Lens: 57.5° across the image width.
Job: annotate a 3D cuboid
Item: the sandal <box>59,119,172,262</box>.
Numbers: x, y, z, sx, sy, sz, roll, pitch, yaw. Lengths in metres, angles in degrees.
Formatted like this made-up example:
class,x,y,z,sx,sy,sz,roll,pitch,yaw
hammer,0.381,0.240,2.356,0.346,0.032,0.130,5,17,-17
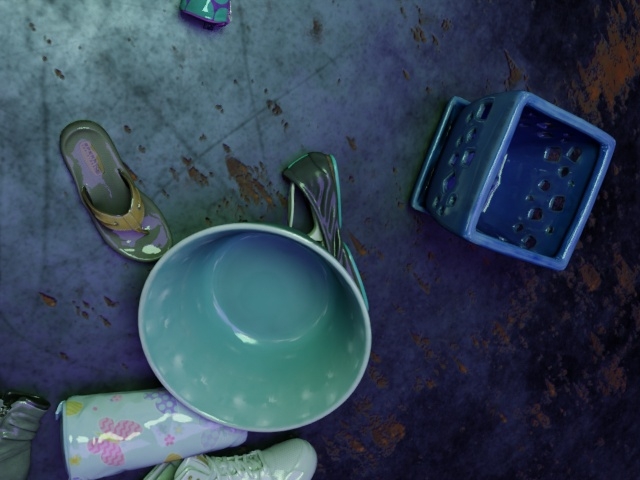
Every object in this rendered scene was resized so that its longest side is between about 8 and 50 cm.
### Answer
class,x,y,z,sx,sy,sz,roll,pitch,yaw
sandal,-0.276,-0.059,0.795,0.090,0.060,0.219,-28,115,-16

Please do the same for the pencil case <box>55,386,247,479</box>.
class,x,y,z,sx,sy,sz,roll,pitch,yaw
pencil case,-0.244,0.271,0.872,0.273,0.113,0.124,-7,75,-24

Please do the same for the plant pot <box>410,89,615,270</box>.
class,x,y,z,sx,sy,sz,roll,pitch,yaw
plant pot,0.298,-0.106,0.973,0.236,0.212,0.236,17,97,-29

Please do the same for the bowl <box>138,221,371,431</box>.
class,x,y,z,sx,sy,sz,roll,pitch,yaw
bowl,-0.082,0.099,0.840,0.311,0.163,0.311,2,110,4

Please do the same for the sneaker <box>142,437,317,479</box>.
class,x,y,z,sx,sy,sz,roll,pitch,yaw
sneaker,-0.153,0.385,0.954,0.292,0.108,0.169,-30,118,-14

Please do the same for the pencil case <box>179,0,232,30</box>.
class,x,y,z,sx,sy,sz,roll,pitch,yaw
pencil case,-0.133,-0.362,0.776,0.070,0.064,0.152,18,97,-13

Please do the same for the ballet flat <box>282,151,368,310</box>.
class,x,y,z,sx,sy,sz,roll,pitch,yaw
ballet flat,0.000,0.000,0.936,0.096,0.095,0.280,-16,101,-11

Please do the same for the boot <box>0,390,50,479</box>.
class,x,y,z,sx,sy,sz,roll,pitch,yaw
boot,-0.505,0.270,0.778,0.246,0.083,0.161,11,93,-33
